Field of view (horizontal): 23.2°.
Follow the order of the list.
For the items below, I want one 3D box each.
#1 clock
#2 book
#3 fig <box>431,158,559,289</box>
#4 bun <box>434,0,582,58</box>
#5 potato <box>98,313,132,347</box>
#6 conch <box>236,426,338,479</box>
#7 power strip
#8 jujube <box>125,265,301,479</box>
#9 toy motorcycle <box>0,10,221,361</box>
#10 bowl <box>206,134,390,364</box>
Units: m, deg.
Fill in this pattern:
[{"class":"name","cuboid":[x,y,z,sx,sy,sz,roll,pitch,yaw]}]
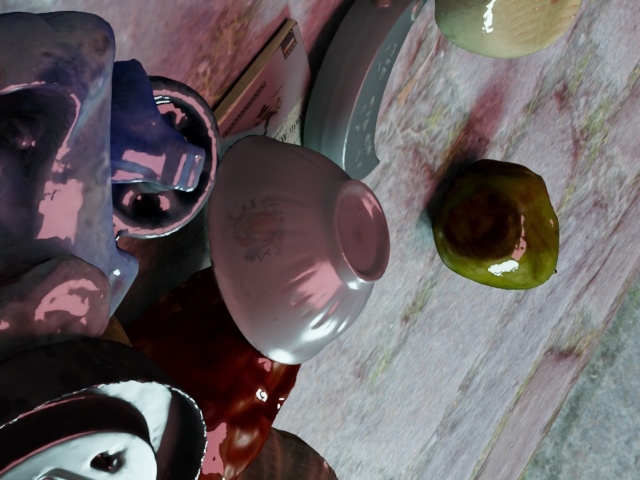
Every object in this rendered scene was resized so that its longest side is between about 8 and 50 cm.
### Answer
[{"class":"clock","cuboid":[-0.159,0.142,0.832,0.215,0.042,0.215,-30,146,-23]},{"class":"book","cuboid":[-0.045,-0.088,1.294,0.127,0.014,0.182,-53,159,-19]},{"class":"fig","cuboid":[0.207,-0.013,1.793,0.144,0.154,0.166,-28,128,21]},{"class":"bun","cuboid":[0.175,-0.274,1.384,0.229,0.145,0.229,-38,158,-19]},{"class":"potato","cuboid":[-0.206,0.178,1.016,0.242,0.242,0.285,-48,168,-30]},{"class":"conch","cuboid":[-0.108,0.236,1.391,0.210,0.159,0.291,-50,-165,-11]},{"class":"power strip","cuboid":[0.039,-0.144,1.350,0.137,0.044,0.216,-39,150,-56]},{"class":"jujube","cuboid":[-0.099,0.114,1.252,0.230,0.155,0.155,-47,156,-39]},{"class":"toy motorcycle","cuboid":[-0.190,-0.006,0.832,0.319,0.182,0.241,-53,158,-18]},{"class":"bowl","cuboid":[0.000,0.000,1.230,0.189,0.086,0.189,26,58,-53]}]
